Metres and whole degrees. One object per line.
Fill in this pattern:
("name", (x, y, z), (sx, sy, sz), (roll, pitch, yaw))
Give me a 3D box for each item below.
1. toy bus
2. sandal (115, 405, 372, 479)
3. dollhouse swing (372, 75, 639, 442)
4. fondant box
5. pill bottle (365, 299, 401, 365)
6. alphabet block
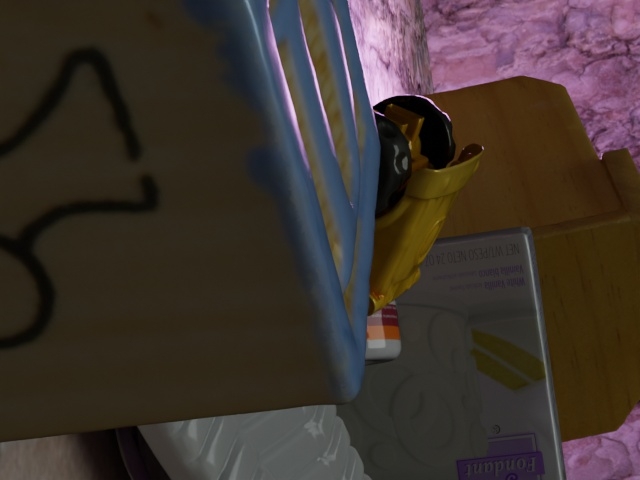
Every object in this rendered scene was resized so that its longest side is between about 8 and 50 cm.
("toy bus", (-0.012, -0.027, 1.041), (0.149, 0.220, 0.211), (-30, 143, -64))
("sandal", (-0.068, 0.111, 0.810), (0.169, 0.102, 0.416), (-53, 126, -53))
("dollhouse swing", (0.172, 0.024, 1.490), (0.305, 0.346, 0.315), (-100, 178, -67))
("fondant box", (0.102, 0.165, 1.261), (0.096, 0.238, 0.330), (-29, 111, -79))
("pill bottle", (0.000, 0.000, 1.161), (0.121, 0.121, 0.221), (34, 49, -76))
("alphabet block", (-0.091, -0.051, 0.532), (0.193, 0.197, 0.192), (-81, 161, -56))
